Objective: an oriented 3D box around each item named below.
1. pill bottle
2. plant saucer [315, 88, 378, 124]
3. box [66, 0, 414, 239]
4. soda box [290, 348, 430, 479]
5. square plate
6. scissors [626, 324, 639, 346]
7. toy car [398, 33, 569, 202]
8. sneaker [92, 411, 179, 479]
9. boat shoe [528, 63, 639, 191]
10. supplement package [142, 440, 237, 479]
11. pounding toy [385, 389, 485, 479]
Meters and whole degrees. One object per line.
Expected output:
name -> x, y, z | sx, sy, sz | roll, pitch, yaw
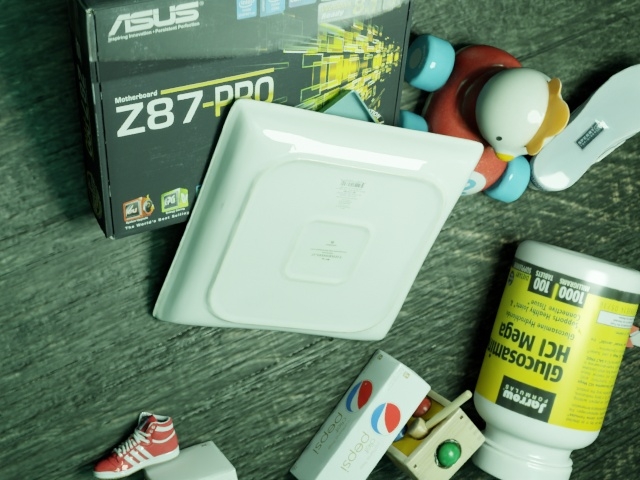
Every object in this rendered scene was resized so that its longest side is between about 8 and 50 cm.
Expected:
pill bottle -> 0.331, 0.181, 1.598 | 0.187, 0.188, 0.334 | 13, 95, -26
plant saucer -> 0.050, -0.118, 1.388 | 0.067, 0.018, 0.192 | -37, 142, 3
box -> -0.088, -0.188, 1.313 | 0.394, 0.097, 0.318 | -15, 134, -21
soda box -> 0.056, 0.265, 1.554 | 0.069, 0.074, 0.216 | 39, 84, -26
square plate -> 0.000, 0.000, 1.403 | 0.347, 0.049, 0.344 | 7, 127, -26
scissors -> 0.506, 0.147, 1.763 | 0.297, 0.021, 0.109 | 5, 97, -24
toy car -> 0.237, -0.150, 1.457 | 0.219, 0.238, 0.210 | 17, 94, -26
sneaker -> -0.242, 0.263, 1.436 | 0.118, 0.042, 0.067 | -15, 111, -29
boat shoe -> 0.397, -0.166, 1.613 | 0.258, 0.084, 0.095 | -35, 93, -8
supplement package -> -0.159, 0.375, 1.463 | 0.105, 0.105, 0.179 | -15, 106, -19
pounding toy -> 0.158, 0.269, 1.564 | 0.130, 0.141, 0.100 | -45, 115, -10
